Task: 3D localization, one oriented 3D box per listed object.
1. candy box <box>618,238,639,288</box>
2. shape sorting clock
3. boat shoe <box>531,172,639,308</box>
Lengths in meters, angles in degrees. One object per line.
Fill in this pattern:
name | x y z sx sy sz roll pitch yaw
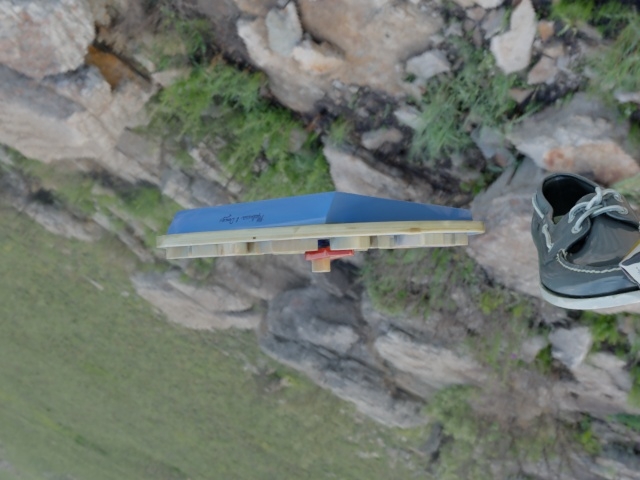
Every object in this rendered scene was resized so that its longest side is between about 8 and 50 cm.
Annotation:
candy box | 0.360 -0.043 0.584 0.071 0.159 0.233 47 148 4
shape sorting clock | 0.000 0.000 0.490 0.206 0.040 0.206 0 176 0
boat shoe | 0.280 -0.008 0.818 0.116 0.319 0.099 -11 101 10
